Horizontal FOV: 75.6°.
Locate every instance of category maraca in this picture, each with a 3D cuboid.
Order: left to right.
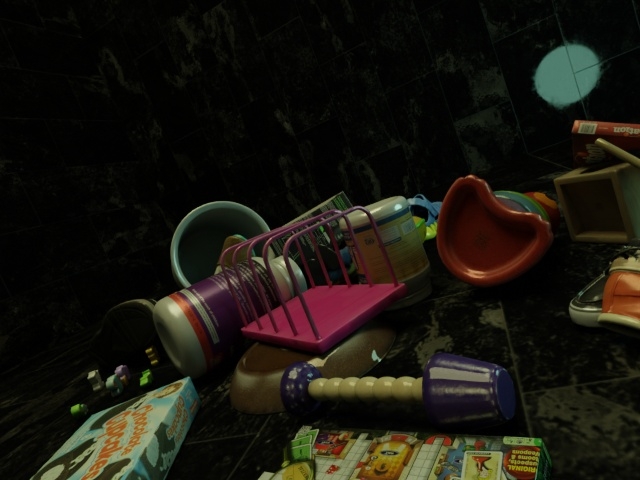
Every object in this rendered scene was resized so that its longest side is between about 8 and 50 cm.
[{"bbox_3d":[0.228,0.004,1.178,0.186,0.099,0.127,-45,-11,17],"label":"maraca"}]

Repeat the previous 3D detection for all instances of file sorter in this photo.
[{"bbox_3d":[-0.034,0.061,0.761,0.202,0.183,0.290,-26,8,-33],"label":"file sorter"}]

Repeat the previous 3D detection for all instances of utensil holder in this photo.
[{"bbox_3d":[-0.364,0.067,1.468,0.327,0.328,0.385,-25,0,-23],"label":"utensil holder"}]

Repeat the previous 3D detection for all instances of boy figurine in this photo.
[{"bbox_3d":[0.080,0.045,1.125,0.285,0.092,0.177,-14,-40,-58],"label":"boy figurine"}]

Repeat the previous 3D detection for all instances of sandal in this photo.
[{"bbox_3d":[0.349,-0.093,1.364,0.126,0.138,0.317,-20,5,30],"label":"sandal"}]

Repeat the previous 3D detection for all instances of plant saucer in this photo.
[{"bbox_3d":[-0.023,0.187,0.725,0.310,0.050,0.310,-22,7,3],"label":"plant saucer"}]

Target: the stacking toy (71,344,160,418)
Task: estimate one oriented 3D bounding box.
[{"bbox_3d":[-0.487,0.333,0.998,0.166,0.052,0.221,-24,8,-13],"label":"stacking toy"}]

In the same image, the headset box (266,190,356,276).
[{"bbox_3d":[0.000,0.000,1.269,0.282,0.131,0.246,-31,-14,-6],"label":"headset box"}]

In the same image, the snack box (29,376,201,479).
[{"bbox_3d":[-0.293,0.309,0.554,0.186,0.060,0.322,-21,7,0],"label":"snack box"}]

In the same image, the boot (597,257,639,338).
[{"bbox_3d":[0.363,0.075,0.402,0.157,0.059,0.085,14,66,53],"label":"boot"}]

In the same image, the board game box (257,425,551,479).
[{"bbox_3d":[0.048,0.218,0.353,0.259,0.031,0.136,-17,11,36],"label":"board game box"}]

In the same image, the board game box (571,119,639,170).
[{"bbox_3d":[0.555,-0.143,0.768,0.144,0.027,0.281,18,-3,35],"label":"board game box"}]

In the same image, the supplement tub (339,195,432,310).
[{"bbox_3d":[0.135,0.025,0.836,0.144,0.200,0.144,-21,6,2],"label":"supplement tub"}]

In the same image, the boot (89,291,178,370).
[{"bbox_3d":[-0.499,0.239,1.250,0.377,0.138,0.284,-41,-7,35],"label":"boot"}]

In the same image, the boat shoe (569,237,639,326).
[{"bbox_3d":[0.400,0.030,0.504,0.228,0.076,0.080,-22,7,-4],"label":"boat shoe"}]

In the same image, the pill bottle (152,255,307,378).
[{"bbox_3d":[-0.190,0.153,0.930,0.322,0.182,0.181,-26,8,-34],"label":"pill bottle"}]

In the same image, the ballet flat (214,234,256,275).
[{"bbox_3d":[-0.241,0.128,1.120,0.124,0.116,0.343,-48,-15,-34],"label":"ballet flat"}]

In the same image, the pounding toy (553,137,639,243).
[{"bbox_3d":[0.511,-0.095,0.684,0.094,0.181,0.206,-23,7,-13],"label":"pounding toy"}]

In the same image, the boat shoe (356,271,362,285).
[{"bbox_3d":[0.134,0.075,1.084,0.056,0.049,0.152,-19,7,23],"label":"boat shoe"}]

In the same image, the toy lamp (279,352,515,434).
[{"bbox_3d":[0.071,0.169,0.463,0.274,0.080,0.080,-17,8,43],"label":"toy lamp"}]

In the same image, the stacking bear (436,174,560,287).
[{"bbox_3d":[0.351,-0.023,0.760,0.288,0.175,0.165,-13,-44,-45],"label":"stacking bear"}]
